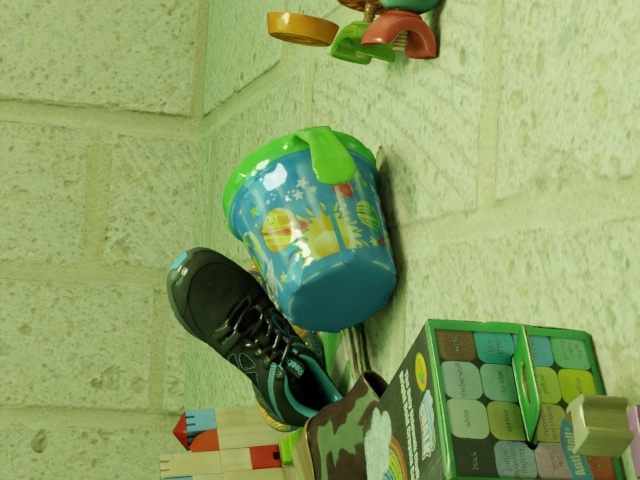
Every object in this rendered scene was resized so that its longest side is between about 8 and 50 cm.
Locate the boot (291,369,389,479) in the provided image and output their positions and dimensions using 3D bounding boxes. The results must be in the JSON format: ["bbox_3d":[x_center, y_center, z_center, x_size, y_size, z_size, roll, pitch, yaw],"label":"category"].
[{"bbox_3d":[0.061,0.325,1.966,0.207,0.090,0.248,-48,60,39],"label":"boot"}]

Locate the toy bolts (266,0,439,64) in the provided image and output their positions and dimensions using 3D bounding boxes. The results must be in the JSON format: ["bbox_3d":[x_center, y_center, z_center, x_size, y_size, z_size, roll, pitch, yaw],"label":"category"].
[{"bbox_3d":[0.060,-0.339,1.988,0.228,0.218,0.158,8,87,57],"label":"toy bolts"}]

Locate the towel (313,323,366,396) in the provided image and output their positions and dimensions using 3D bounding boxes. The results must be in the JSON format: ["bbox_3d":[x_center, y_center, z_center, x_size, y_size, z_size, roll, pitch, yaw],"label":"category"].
[{"bbox_3d":[0.030,0.246,2.207,0.325,0.038,0.248,-102,22,-43],"label":"towel"}]

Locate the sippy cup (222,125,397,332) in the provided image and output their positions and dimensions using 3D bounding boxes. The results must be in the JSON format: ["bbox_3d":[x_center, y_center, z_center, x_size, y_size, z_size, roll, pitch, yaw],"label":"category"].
[{"bbox_3d":[0.000,0.000,2.068,0.305,0.240,0.224,43,-160,-50],"label":"sippy cup"}]

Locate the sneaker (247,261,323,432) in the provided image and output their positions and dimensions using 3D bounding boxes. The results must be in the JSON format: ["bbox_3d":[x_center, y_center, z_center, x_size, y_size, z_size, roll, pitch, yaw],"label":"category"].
[{"bbox_3d":[-0.052,0.173,2.306,0.131,0.112,0.296,84,-178,-62],"label":"sneaker"}]

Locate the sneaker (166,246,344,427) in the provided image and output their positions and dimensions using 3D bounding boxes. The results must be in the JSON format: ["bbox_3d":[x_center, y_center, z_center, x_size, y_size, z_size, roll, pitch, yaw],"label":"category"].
[{"bbox_3d":[-0.080,0.139,2.079,0.125,0.341,0.140,-50,27,-18],"label":"sneaker"}]

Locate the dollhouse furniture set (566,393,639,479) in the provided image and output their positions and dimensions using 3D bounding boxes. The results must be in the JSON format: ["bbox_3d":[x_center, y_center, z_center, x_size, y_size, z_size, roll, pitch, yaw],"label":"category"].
[{"bbox_3d":[0.167,0.277,1.182,0.198,0.303,0.286,117,153,-53],"label":"dollhouse furniture set"}]

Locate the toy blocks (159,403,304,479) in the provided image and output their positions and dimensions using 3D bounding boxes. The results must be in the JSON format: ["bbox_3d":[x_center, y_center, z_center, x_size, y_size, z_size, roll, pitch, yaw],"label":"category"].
[{"bbox_3d":[-0.141,0.397,2.304,0.381,0.261,0.190,-102,11,-50],"label":"toy blocks"}]

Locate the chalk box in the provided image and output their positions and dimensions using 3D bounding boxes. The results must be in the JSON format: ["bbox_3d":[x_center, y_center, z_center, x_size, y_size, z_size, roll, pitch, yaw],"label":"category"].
[{"bbox_3d":[0.172,0.194,1.429,0.289,0.179,0.180,116,155,-51],"label":"chalk box"}]
